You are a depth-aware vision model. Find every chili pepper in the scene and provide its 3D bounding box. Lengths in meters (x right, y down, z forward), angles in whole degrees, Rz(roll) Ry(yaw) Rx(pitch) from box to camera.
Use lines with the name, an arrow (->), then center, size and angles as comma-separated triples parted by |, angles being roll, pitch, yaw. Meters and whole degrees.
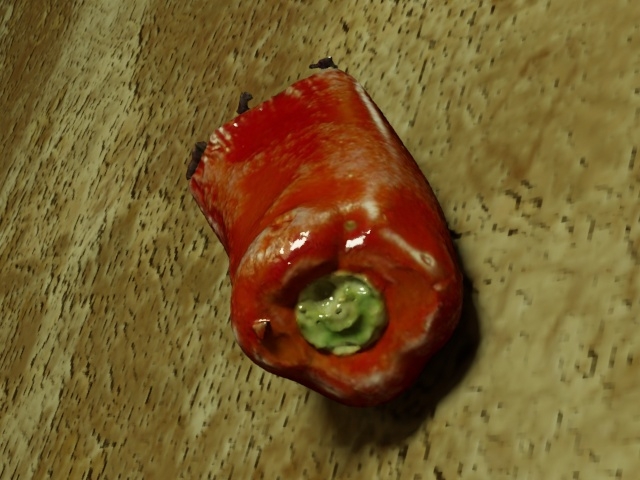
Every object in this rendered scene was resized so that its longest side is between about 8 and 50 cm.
chili pepper -> 0.000, 0.000, 0.415 | 0.123, 0.073, 0.070 | -110, 15, -58
